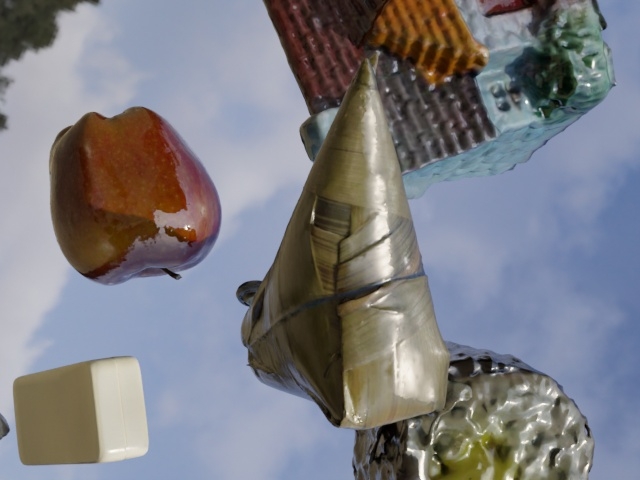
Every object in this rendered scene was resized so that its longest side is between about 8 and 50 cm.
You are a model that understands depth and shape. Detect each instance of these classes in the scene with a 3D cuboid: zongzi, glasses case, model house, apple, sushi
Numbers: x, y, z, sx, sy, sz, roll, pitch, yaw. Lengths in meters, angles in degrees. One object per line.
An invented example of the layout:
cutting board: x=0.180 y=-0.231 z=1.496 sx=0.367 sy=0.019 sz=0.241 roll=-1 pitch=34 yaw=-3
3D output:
zongzi: x=0.000 y=0.000 z=0.941 sx=0.260 sy=0.123 sz=0.289 roll=-172 pitch=-107 yaw=-67
glasses case: x=-0.330 y=0.234 z=1.505 sx=0.313 sy=0.070 sz=0.131 roll=-19 pitch=-103 yaw=55
model house: x=0.095 y=-0.247 z=1.338 sx=0.297 sy=0.339 sz=0.360 roll=-39 pitch=-110 yaw=60
apple: x=-0.325 y=-0.070 z=1.927 sx=0.288 sy=0.288 sz=0.316 roll=-23 pitch=-93 yaw=57
sushi: x=0.188 y=0.279 z=1.471 sx=0.294 sy=0.281 sz=0.299 roll=173 pitch=-91 yaw=-84

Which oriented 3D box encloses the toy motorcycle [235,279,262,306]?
toy motorcycle: x=-0.020 y=0.101 z=1.800 sx=0.152 sy=0.225 sz=0.073 roll=-23 pitch=-127 yaw=29

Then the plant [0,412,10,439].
plant: x=-0.364 y=0.142 z=0.724 sx=0.276 sy=0.188 sz=0.199 roll=-43 pitch=-138 yaw=-8
